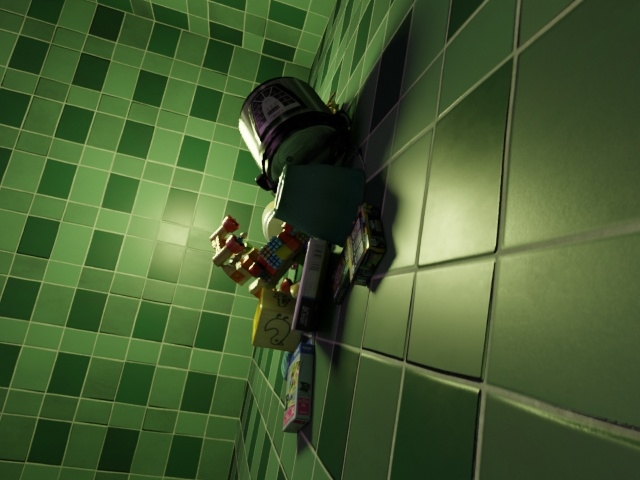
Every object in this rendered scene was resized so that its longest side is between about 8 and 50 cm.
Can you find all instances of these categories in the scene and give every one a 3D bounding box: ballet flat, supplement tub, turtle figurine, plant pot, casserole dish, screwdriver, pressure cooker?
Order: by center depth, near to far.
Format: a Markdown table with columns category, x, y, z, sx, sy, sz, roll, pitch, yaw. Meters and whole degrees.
| category | x | y | z | sx | sy | sz | roll | pitch | yaw |
| --- | --- | --- | --- | --- | --- | --- | --- | --- | --- |
| plant pot | -0.018 | -0.134 | 1.392 | 0.271 | 0.255 | 0.272 | -168 | 90 | -79 |
| screwdriver | 0.138 | -0.282 | 1.417 | 0.170 | 0.025 | 0.024 | -107 | 31 | -51 |
| pressure cooker | -0.090 | -0.394 | 1.651 | 0.420 | 0.375 | 0.370 | 60 | 146 | 33 |
| ballet flat | -0.066 | 0.175 | 1.660 | 0.073 | 0.080 | 0.232 | -61 | -1 | 9 |
| casserole dish | -0.139 | 0.539 | 1.815 | 0.188 | 0.037 | 0.114 | -148 | 72 | -79 |
| turtle figurine | 0.059 | -0.539 | 1.890 | 0.217 | 0.087 | 0.270 | -84 | 2 | -66 |
| supplement tub | -0.180 | -0.085 | 2.172 | 0.331 | 0.241 | 0.241 | -126 | 50 | -75 |

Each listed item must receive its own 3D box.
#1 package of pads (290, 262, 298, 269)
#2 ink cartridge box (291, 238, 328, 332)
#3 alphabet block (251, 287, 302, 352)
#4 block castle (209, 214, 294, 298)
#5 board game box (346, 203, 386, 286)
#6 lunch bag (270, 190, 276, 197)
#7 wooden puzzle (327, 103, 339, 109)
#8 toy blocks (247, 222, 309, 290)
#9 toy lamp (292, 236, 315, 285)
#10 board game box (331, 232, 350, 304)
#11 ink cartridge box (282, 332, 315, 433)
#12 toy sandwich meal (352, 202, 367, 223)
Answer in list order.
| category | x | y | z | sx | sy | sz | roll | pitch | yaw |
| --- | --- | --- | --- | --- | --- | --- | --- | --- | --- |
| package of pads | -0.142 | 0.132 | 2.276 | 0.083 | 0.032 | 0.050 | 149 | 130 | -75 |
| ink cartridge box | -0.021 | 0.171 | 1.481 | 0.307 | 0.072 | 0.304 | 54 | -135 | -76 |
| alphabet block | -0.179 | 0.343 | 1.811 | 0.193 | 0.197 | 0.192 | -109 | 33 | -69 |
| block castle | -0.319 | 0.093 | 2.090 | 0.213 | 0.453 | 0.303 | -42 | 31 | 8 |
| board game box | 0.117 | 0.011 | 1.105 | 0.170 | 0.048 | 0.141 | -91 | 15 | -48 |
| lunch bag | -0.114 | -0.312 | 2.053 | 0.305 | 0.256 | 0.213 | -89 | 16 | -45 |
| wooden puzzle | -0.034 | -0.567 | 2.041 | 0.044 | 0.238 | 0.221 | 59 | 154 | 21 |
| toy blocks | -0.168 | 0.053 | 1.790 | 0.381 | 0.190 | 0.261 | -49 | -11 | 5 |
| toy lamp | -0.055 | 0.097 | 1.778 | 0.080 | 0.080 | 0.275 | -96 | 22 | -58 |
| board game box | 0.075 | 0.088 | 1.279 | 0.126 | 0.026 | 0.186 | -95 | 21 | -56 |
| ink cartridge box | -0.077 | 0.501 | 1.494 | 0.186 | 0.065 | 0.311 | 116 | 164 | -49 |
| toy sandwich meal | 0.117 | -0.076 | 1.240 | 0.085 | 0.029 | 0.086 | -167 | 90 | -79 |
